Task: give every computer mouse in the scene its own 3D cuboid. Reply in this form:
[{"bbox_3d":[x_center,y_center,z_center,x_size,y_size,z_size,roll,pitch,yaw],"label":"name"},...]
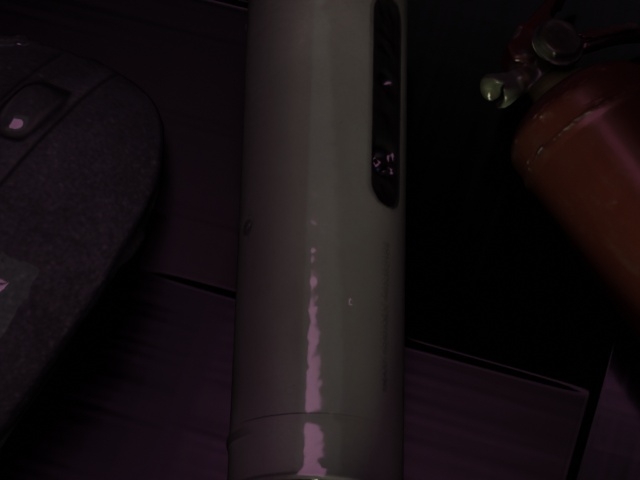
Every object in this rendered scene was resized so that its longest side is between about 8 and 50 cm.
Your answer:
[{"bbox_3d":[-0.231,0.022,1.218,0.203,0.114,0.374,21,70,13],"label":"computer mouse"}]

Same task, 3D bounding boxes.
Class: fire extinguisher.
[{"bbox_3d":[0.214,-0.027,1.219,0.147,0.106,0.337,-19,66,-31],"label":"fire extinguisher"}]

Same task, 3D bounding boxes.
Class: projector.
[{"bbox_3d":[0.000,0.000,1.215,0.108,0.108,0.337,0,68,4],"label":"projector"}]
